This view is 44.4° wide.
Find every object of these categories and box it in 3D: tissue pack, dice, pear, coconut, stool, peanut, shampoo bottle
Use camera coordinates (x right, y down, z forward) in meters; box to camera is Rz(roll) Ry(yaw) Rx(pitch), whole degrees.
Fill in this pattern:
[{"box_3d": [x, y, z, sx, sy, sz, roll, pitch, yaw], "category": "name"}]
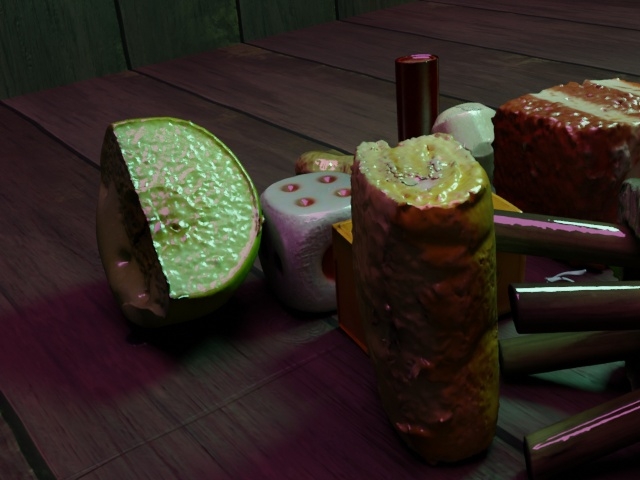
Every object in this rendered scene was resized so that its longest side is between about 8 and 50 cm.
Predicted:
[{"box_3d": [0.172, 0.050, 1.239, 0.274, 0.195, 0.145, -17, 33, -20], "category": "tissue pack"}, {"box_3d": [0.000, 0.000, 1.363, 0.193, 0.194, 0.192, -17, 31, -20], "category": "dice"}, {"box_3d": [-0.252, -0.004, 1.352, 0.238, 0.318, 0.343, -11, 69, -31], "category": "pear"}, {"box_3d": [0.334, -0.209, 1.760, 0.170, 0.183, 0.171, -14, -9, -2], "category": "coconut"}, {"box_3d": [0.340, 0.113, 0.970, 0.226, 0.311, 0.310, -10, 25, 7], "category": "stool"}, {"box_3d": [0.041, -0.147, 1.753, 0.229, 0.098, 0.103, 11, 72, 31], "category": "peanut"}, {"box_3d": [0.228, -0.296, 1.825, 0.102, 0.260, 0.064, -9, 28, -6], "category": "shampoo bottle"}]

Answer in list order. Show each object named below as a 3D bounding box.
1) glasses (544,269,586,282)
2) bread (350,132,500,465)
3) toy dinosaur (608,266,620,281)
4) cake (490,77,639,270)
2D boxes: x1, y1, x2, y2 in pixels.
[{"box_3d": [0.382, 0.080, 1.233, 0.139, 0.104, 0.063, -5, 28, 8], "category": "glasses"}, {"box_3d": [0.131, 0.075, 0.989, 0.165, 0.376, 0.237, -9, 29, -4], "category": "bread"}, {"box_3d": [0.562, 0.050, 1.260, 0.177, 0.152, 0.194, -27, -7, -37], "category": "toy dinosaur"}, {"box_3d": [0.521, -0.142, 1.458, 0.319, 0.270, 0.270, -18, 29, -21], "category": "cake"}]
